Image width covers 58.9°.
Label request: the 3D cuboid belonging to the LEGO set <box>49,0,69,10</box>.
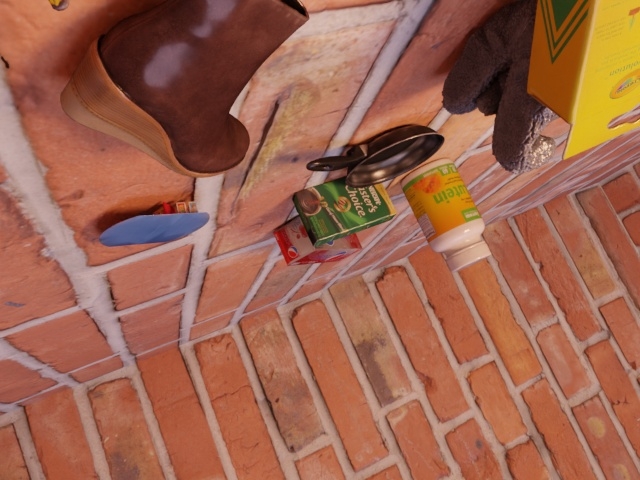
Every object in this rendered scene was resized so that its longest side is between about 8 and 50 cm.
[{"bbox_3d":[-0.121,-0.131,0.151,0.331,0.255,0.192,-37,139,9],"label":"LEGO set"}]

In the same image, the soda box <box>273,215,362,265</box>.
[{"bbox_3d":[0.000,0.000,1.367,0.083,0.092,0.263,-30,166,24],"label":"soda box"}]

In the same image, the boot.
[{"bbox_3d":[-0.090,-0.149,0.542,0.207,0.090,0.248,-27,164,25],"label":"boot"}]

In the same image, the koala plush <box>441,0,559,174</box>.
[{"bbox_3d":[0.325,-0.231,0.777,0.221,0.196,0.203,-14,145,-27],"label":"koala plush"}]

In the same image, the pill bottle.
[{"bbox_3d":[0.299,-0.056,1.330,0.136,0.245,0.136,-23,168,-5],"label":"pill bottle"}]

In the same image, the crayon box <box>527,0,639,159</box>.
[{"bbox_3d":[0.322,-0.253,0.564,0.202,0.081,0.318,-22,137,-9],"label":"crayon box"}]

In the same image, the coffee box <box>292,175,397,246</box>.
[{"bbox_3d":[0.048,-0.068,1.124,0.184,0.113,0.040,-18,164,-21],"label":"coffee box"}]

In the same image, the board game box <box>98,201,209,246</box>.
[{"bbox_3d":[-0.260,-0.031,0.883,0.169,0.033,0.133,-6,164,-42],"label":"board game box"}]

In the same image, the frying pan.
[{"bbox_3d":[0.078,-0.138,1.016,0.326,0.053,0.197,-16,166,-27],"label":"frying pan"}]
